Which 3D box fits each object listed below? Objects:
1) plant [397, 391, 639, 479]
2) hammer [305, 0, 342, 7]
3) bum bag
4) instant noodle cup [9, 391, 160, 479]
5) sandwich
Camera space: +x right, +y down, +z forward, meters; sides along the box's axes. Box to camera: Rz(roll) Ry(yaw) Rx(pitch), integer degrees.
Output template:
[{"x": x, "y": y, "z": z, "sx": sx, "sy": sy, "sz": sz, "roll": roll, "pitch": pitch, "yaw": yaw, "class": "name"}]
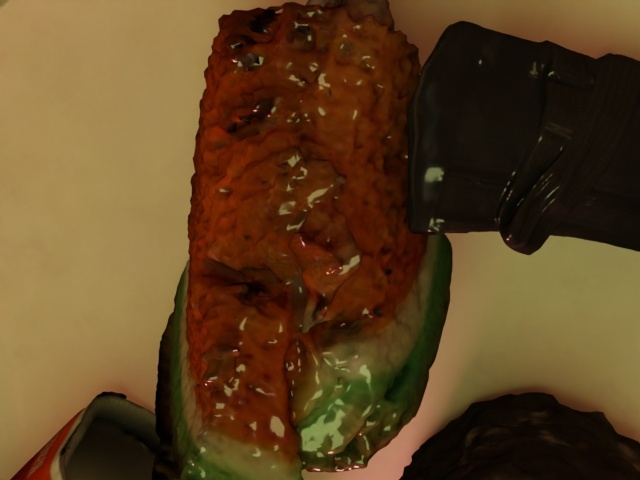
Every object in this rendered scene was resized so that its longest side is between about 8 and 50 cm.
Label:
[{"x": 0.119, "y": 0.243, "z": 1.098, "sx": 0.215, "sy": 0.312, "sz": 0.213, "roll": 40, "pitch": 116, "yaw": -10, "class": "plant"}, {"x": -0.010, "y": -0.156, "z": 1.120, "sx": 0.083, "sy": 0.031, "sz": 0.052, "roll": 41, "pitch": 113, "yaw": 5, "class": "hammer"}, {"x": 0.155, "y": -0.048, "z": 1.066, "sx": 0.248, "sy": 0.060, "sz": 0.123, "roll": 9, "pitch": 91, "yaw": -35, "class": "bum bag"}, {"x": -0.168, "y": 0.283, "z": 1.203, "sx": 0.294, "sy": 0.294, "sz": 0.308, "roll": 39, "pitch": 105, "yaw": -6, "class": "instant noodle cup"}, {"x": 0.000, "y": 0.000, "z": 1.084, "sx": 0.162, "sy": 0.250, "sz": 0.301, "roll": 10, "pitch": 105, "yaw": -12, "class": "sandwich"}]
